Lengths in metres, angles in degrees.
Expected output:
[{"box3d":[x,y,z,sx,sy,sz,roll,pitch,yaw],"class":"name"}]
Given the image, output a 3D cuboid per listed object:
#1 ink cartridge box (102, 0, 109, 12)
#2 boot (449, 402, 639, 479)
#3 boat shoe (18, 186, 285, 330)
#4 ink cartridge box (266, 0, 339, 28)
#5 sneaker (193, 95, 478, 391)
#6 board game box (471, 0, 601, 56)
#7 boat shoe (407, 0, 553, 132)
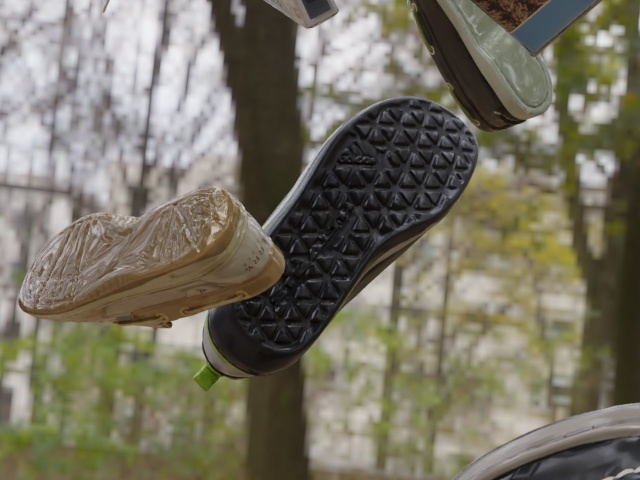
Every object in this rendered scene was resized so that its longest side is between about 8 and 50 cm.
[{"box3d":[-0.211,-0.309,1.677,0.067,0.198,0.115,2,-6,-11],"class":"ink cartridge box"},{"box3d":[0.043,0.257,0.829,0.138,0.284,0.377,43,-59,-15],"class":"boot"},{"box3d":[-0.087,0.020,0.962,0.170,0.063,0.059,-11,-39,46],"class":"boat shoe"},{"box3d":[-0.073,-0.328,1.887,0.045,0.208,0.206,-32,29,-8],"class":"ink cartridge box"},{"box3d":[0.000,0.000,1.170,0.084,0.234,0.097,46,-26,0],"class":"sneaker"},{"box3d":[0.034,-0.262,0.873,0.141,0.232,0.291,-39,-40,17],"class":"board game box"},{"box3d":[0.106,-0.193,1.573,0.068,0.228,0.081,-24,8,47],"class":"boat shoe"}]
